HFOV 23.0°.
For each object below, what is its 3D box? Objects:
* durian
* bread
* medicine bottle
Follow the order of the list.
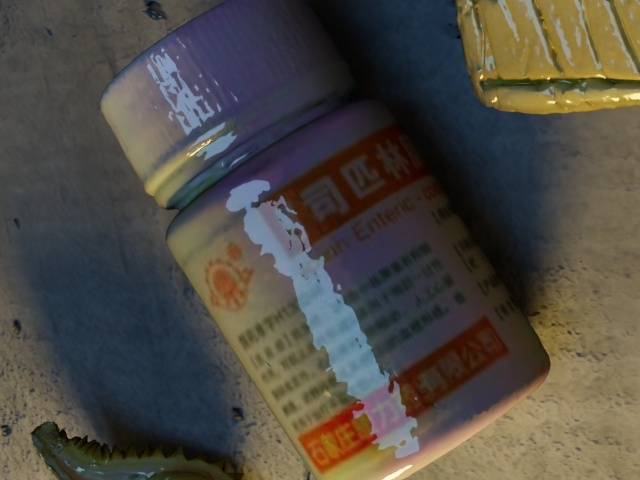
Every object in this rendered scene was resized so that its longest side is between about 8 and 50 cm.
[{"bbox_3d":[-0.165,0.288,1.534,0.306,0.166,0.172,40,122,28],"label":"durian"},{"bbox_3d":[0.215,-0.168,1.148,0.236,0.106,0.140,-3,106,34],"label":"bread"},{"bbox_3d":[0.000,0.000,1.288,0.219,0.219,0.388,-35,84,37],"label":"medicine bottle"}]
